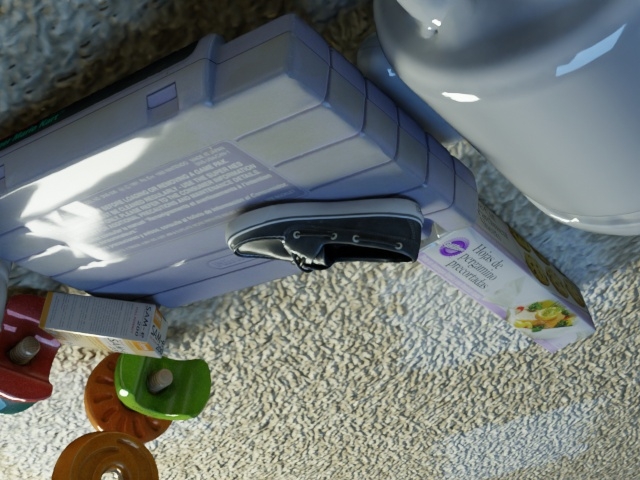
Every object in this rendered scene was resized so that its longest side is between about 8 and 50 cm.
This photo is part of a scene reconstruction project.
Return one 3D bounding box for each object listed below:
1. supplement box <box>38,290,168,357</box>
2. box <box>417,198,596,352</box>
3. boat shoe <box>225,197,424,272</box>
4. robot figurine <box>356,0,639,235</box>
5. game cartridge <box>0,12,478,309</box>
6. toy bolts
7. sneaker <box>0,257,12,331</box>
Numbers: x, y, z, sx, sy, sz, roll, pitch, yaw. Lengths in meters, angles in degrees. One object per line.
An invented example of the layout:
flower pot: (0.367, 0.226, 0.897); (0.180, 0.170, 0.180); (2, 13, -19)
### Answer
supplement box: (-0.192, 0.076, 0.757); (0.098, 0.036, 0.062); (7, 159, 5)
box: (0.194, 0.035, 0.880); (0.063, 0.067, 0.324); (-32, 140, 23)
boat shoe: (0.000, 0.000, 0.578); (0.142, 0.040, 0.049); (-6, 153, 16)
robot figurine: (0.172, -0.128, 0.531); (0.300, 0.200, 0.353); (-8, 153, 37)
game cartridge: (-0.093, -0.033, 0.629); (0.355, 0.068, 0.230); (-16, 144, 33)
toy bolts: (-0.259, 0.180, 0.835); (0.228, 0.218, 0.158); (31, 139, -23)
sneaker: (-0.371, 0.117, 0.730); (0.114, 0.152, 0.305); (18, 136, -39)
